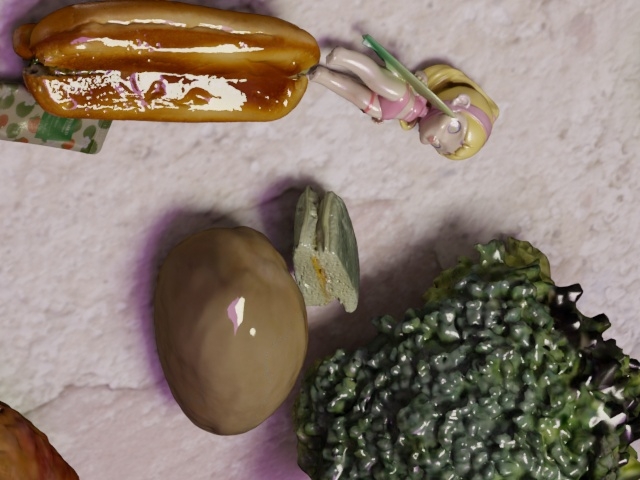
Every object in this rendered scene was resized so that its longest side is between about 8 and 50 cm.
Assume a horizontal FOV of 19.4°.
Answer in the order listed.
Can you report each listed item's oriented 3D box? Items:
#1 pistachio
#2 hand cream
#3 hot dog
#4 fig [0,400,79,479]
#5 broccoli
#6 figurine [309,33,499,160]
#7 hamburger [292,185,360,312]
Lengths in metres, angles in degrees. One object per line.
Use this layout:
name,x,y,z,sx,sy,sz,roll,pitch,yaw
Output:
pistachio,-0.078,0.081,1.624,0.136,0.136,0.226,-18,137,-20
hand cream,-0.230,-0.099,1.460,0.165,0.037,0.057,6,119,-41
hot dog,-0.118,-0.144,1.467,0.250,0.068,0.100,0,129,-29
fig,-0.384,0.269,1.536,0.369,0.286,0.286,-6,131,10
broccoli,0.144,0.190,1.751,0.348,0.293,0.281,-36,172,11
figurine,0.079,-0.126,1.608,0.187,0.083,0.083,19,111,-26
hamburger,0.004,-0.001,1.636,0.054,0.084,0.121,-1,148,13
